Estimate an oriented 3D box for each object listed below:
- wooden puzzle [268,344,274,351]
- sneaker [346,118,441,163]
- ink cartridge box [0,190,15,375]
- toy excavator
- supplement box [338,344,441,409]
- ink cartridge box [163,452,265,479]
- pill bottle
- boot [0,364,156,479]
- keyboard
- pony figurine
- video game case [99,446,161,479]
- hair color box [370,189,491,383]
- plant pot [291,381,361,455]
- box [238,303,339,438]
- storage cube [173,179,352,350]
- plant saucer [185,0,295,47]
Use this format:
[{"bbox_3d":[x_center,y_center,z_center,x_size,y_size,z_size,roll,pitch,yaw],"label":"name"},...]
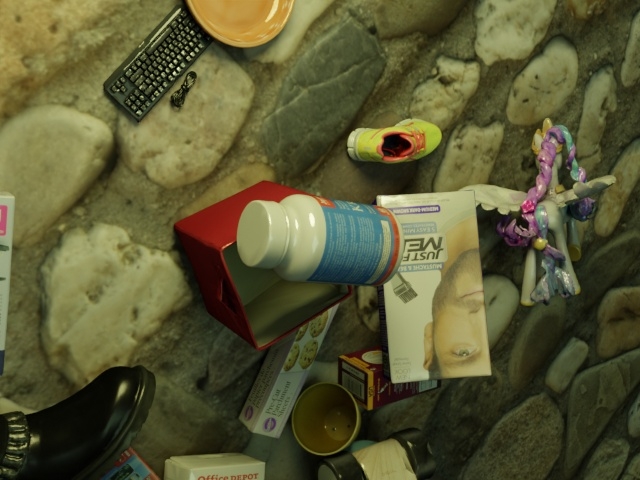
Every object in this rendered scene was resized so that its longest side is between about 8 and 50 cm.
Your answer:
[{"bbox_3d":[-0.074,0.178,1.296,0.083,0.006,0.049,-8,106,-32],"label":"wooden puzzle"},{"bbox_3d":[0.157,-0.178,1.305,0.208,0.094,0.081,-16,109,-31],"label":"sneaker"},{"bbox_3d":[-0.523,0.083,0.943,0.185,0.065,0.311,2,103,-34],"label":"ink cartridge box"},{"bbox_3d":[0.103,0.647,1.418,0.222,0.445,0.433,-11,64,-30],"label":"toy excavator"},{"bbox_3d":[0.141,0.263,1.401,0.188,0.104,0.081,-9,106,-32],"label":"supplement box"},{"bbox_3d":[-0.188,0.489,1.208,0.160,0.092,0.219,9,81,-40],"label":"ink cartridge box"},{"bbox_3d":[0.000,0.000,0.993,0.221,0.124,0.124,6,99,-36],"label":"pill bottle"},{"bbox_3d":[-0.432,0.264,0.993,0.348,0.131,0.260,-46,123,-9],"label":"boot"},{"bbox_3d":[-0.234,-0.262,1.070,0.180,0.023,0.108,-51,124,-11],"label":"keyboard"},{"bbox_3d":[0.468,-0.055,1.469,0.351,0.302,0.363,-36,121,-59],"label":"pony figurine"},{"bbox_3d":[-0.339,0.497,1.191,0.204,0.025,0.285,-40,121,-19],"label":"video game case"},{"bbox_3d":[0.200,0.084,1.291,0.185,0.110,0.339,-4,85,-3],"label":"hair color box"},{"bbox_3d":[0.025,0.347,1.343,0.134,0.134,0.095,-60,150,-7],"label":"plant pot"},{"bbox_3d":[-0.047,0.197,1.275,0.067,0.063,0.324,27,87,-34],"label":"box"},{"bbox_3d":[-0.096,0.030,1.131,0.215,0.193,0.184,-29,116,-24],"label":"storage cube"},{"bbox_3d":[-0.129,-0.403,1.089,0.200,0.037,0.200,-9,105,-34],"label":"plant saucer"}]
